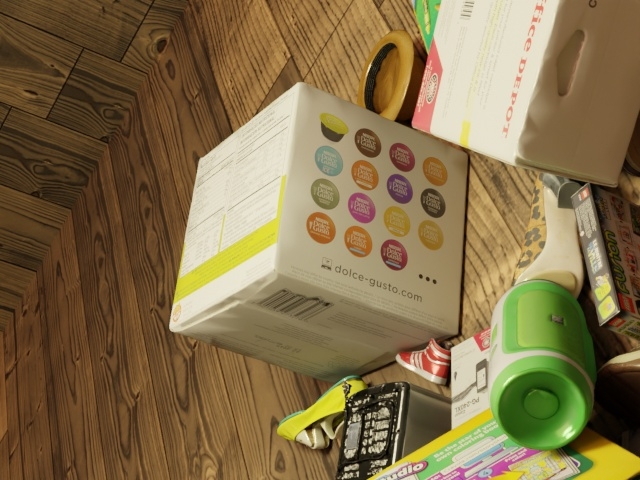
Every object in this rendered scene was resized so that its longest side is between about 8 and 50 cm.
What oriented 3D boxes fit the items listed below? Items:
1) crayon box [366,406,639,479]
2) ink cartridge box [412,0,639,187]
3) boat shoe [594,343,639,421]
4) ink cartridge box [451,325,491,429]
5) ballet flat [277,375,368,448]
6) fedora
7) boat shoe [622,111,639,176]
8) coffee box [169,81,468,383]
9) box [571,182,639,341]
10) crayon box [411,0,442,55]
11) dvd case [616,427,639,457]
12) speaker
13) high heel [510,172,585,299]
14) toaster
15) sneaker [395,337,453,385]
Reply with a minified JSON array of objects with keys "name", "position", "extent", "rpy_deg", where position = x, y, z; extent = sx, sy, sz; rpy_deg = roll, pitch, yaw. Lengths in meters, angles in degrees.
[{"name":"crayon box","position":[0.181,0.345,1.571],"extent":[0.363,0.106,0.313],"rpy_deg":[-28,17,-13]},{"name":"ink cartridge box","position":[0.288,-0.247,1.780],"extent":[0.385,0.160,0.279],"rpy_deg":[-140,63,-70]},{"name":"boat shoe","position":[0.427,0.145,1.557],"extent":[0.095,0.095,0.257],"rpy_deg":[-43,5,-32]},{"name":"ink cartridge box","position":[0.241,0.209,1.850],"extent":[0.109,0.063,0.150],"rpy_deg":[-36,42,47]},{"name":"ballet flat","position":[0.004,0.307,2.212],"extent":[0.231,0.077,0.077],"rpy_deg":[-40,56,41]},{"name":"fedora","position":[0.139,-0.279,2.353],"extent":[0.194,0.079,0.194],"rpy_deg":[-34,50,52]},{"name":"boat shoe","position":[0.421,-0.199,1.773],"extent":[0.092,0.103,0.285],"rpy_deg":[129,147,-54]},{"name":"coffee box","position":[0.000,0.000,2.133],"extent":[0.338,0.338,0.334],"rpy_deg":[-31,45,51]},{"name":"box","position":[0.386,0.031,1.653],"extent":[0.036,0.114,0.207],"rpy_deg":[-45,36,39]},{"name":"crayon box","position":[0.240,-0.369,2.137],"extent":[0.081,0.165,0.278],"rpy_deg":[-50,32,32]},{"name":"dvd case","position":[0.424,0.284,1.515],"extent":[0.221,0.018,0.164],"rpy_deg":[-29,48,53]},{"name":"speaker","position":[0.276,0.149,1.649],"extent":[0.131,0.131,0.296],"rpy_deg":[-59,3,20]},{"name":"high heel","position":[0.322,0.016,1.858],"extent":[0.186,0.093,0.261],"rpy_deg":[-75,-2,-73]},{"name":"toaster","position":[0.109,0.300,1.977],"extent":[0.168,0.110,0.185],"rpy_deg":[-23,52,54]},{"name":"sneaker","position":[0.165,0.177,2.033],"extent":[0.118,0.042,0.067],"rpy_deg":[24,97,55]}]
